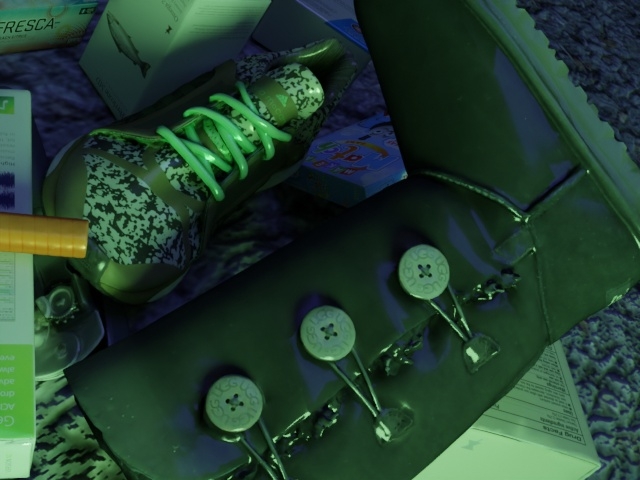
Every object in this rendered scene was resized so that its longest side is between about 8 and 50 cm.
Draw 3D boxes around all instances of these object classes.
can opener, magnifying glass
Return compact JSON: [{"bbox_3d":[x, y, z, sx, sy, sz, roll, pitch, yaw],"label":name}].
[{"bbox_3d":[-0.236,-0.002,0.815,0.095,0.076,0.283,44,17,-58],"label":"can opener"},{"bbox_3d":[-0.274,-0.012,0.642,0.231,0.026,0.092,7,48,-15],"label":"magnifying glass"}]

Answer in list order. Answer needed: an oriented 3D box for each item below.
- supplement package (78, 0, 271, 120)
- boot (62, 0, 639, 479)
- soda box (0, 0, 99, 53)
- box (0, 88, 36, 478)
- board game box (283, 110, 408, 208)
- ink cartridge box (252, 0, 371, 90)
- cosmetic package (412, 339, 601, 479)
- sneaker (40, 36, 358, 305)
[{"bbox_3d":[-0.155,-0.216,1.002,0.105,0.179,0.105,-14,60,-48],"label":"supplement package"},{"bbox_3d":[0.001,0.001,0.742,0.445,0.146,0.367,-36,76,-11],"label":"boot"},{"bbox_3d":[-0.318,-0.231,0.975,0.058,0.063,0.183,49,37,14],"label":"soda box"},{"bbox_3d":[-0.317,0.014,0.660,0.232,0.058,0.322,1,49,-18],"label":"box"},{"bbox_3d":[0.081,-0.098,1.075,0.212,0.039,0.160,-26,31,-30],"label":"board game box"},{"bbox_3d":[0.008,-0.310,1.327,0.148,0.086,0.203,32,35,-10],"label":"ink cartridge box"},{"bbox_3d":[0.153,0.106,0.982,0.160,0.113,0.309,21,40,-23],"label":"cosmetic package"},{"bbox_3d":[-0.087,-0.098,0.857,0.158,0.182,0.410,48,36,-7],"label":"sneaker"}]
